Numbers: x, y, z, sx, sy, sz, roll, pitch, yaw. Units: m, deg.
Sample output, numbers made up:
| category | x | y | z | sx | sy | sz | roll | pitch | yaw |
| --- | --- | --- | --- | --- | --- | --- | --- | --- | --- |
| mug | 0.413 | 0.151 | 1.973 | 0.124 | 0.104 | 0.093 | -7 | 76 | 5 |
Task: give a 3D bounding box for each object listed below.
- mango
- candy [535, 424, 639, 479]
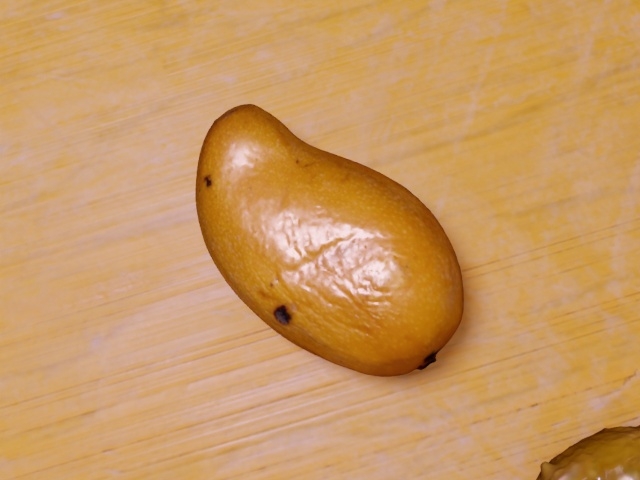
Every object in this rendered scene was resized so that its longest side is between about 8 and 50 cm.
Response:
| category | x | y | z | sx | sy | sz | roll | pitch | yaw |
| --- | --- | --- | --- | --- | --- | --- | --- | --- | --- |
| mango | 0.002 | 0.001 | 0.598 | 0.262 | 0.109 | 0.157 | 44 | 94 | 14 |
| candy | 0.259 | 0.262 | 0.533 | 0.260 | 0.118 | 0.259 | 0 | 80 | -2 |
